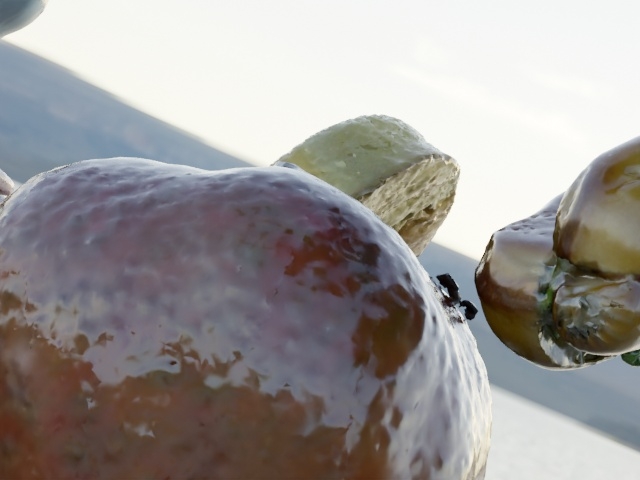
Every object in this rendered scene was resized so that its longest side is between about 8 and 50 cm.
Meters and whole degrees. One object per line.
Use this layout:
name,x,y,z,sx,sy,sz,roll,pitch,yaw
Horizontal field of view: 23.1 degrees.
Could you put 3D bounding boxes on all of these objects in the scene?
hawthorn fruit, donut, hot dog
hawthorn fruit,-0.072,0.140,0.781,0.284,0.369,0.285,16,-7,2
donut,0.000,-0.001,0.983,0.174,0.190,0.074,-15,53,-48
hot dog,0.190,-0.012,0.738,0.337,0.135,0.100,-26,81,-48

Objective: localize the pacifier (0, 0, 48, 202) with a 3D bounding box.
pacifier,-0.314,-0.116,1.189,0.220,0.273,0.332,0,-4,-10
